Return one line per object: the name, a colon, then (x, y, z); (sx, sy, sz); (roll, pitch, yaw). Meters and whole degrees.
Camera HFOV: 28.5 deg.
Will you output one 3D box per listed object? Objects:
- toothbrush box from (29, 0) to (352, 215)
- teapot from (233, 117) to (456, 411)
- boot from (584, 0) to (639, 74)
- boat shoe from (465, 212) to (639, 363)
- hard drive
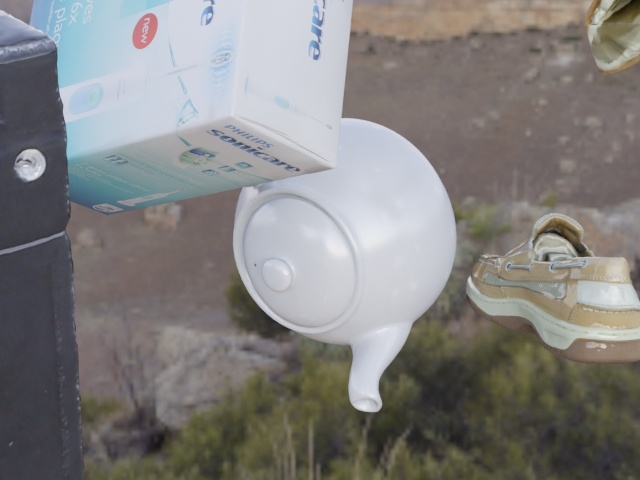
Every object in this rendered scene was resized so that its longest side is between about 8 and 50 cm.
toothbrush box: (-0.121, -0.156, 1.070); (0.295, 0.216, 0.126); (-7, -21, 41)
teapot: (0.000, 0.000, 1.277); (0.256, 0.253, 0.187); (22, 29, 27)
boot: (0.309, -0.234, 1.134); (0.089, 0.236, 0.269); (32, 55, 14)
boat shoe: (0.141, 0.019, 0.756); (0.068, 0.072, 0.190); (-2, 8, -17)
hard drive: (-0.182, 0.052, 0.514); (0.064, 0.339, 0.237); (-21, 37, -36)
